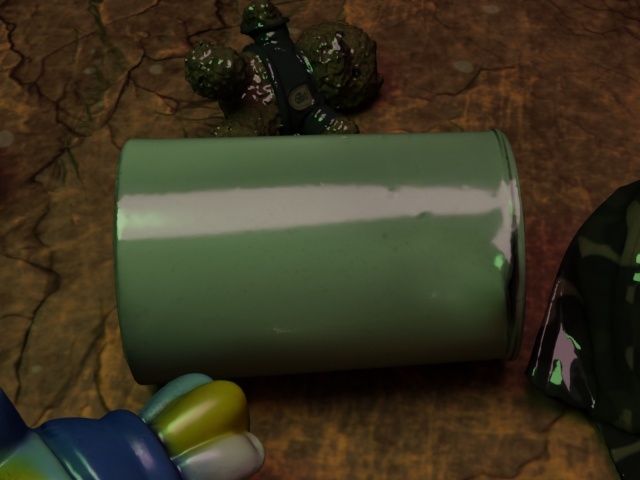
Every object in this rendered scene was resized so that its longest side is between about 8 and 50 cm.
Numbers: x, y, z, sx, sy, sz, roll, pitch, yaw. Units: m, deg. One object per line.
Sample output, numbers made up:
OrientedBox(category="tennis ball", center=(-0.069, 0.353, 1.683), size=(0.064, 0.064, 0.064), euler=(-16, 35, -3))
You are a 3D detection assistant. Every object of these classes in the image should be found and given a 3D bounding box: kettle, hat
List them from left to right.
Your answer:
OrientedBox(category="kettle", center=(0.001, 0.014, 1.015), size=(0.317, 0.265, 0.205), euler=(-4, 76, 1))
OrientedBox(category="hat", center=(0.361, 0.112, 0.862), size=(0.366, 0.257, 0.382), euler=(-12, 25, -4))

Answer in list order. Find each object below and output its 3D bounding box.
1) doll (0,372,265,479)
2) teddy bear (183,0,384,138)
OrientedBox(category="doll", center=(-0.175, 0.246, 0.776), size=(0.376, 0.187, 0.366), euler=(11, 42, -19))
OrientedBox(category="teddy bear", center=(-0.048, -0.160, 1.226), size=(0.251, 0.182, 0.129), euler=(-25, 6, -38))
